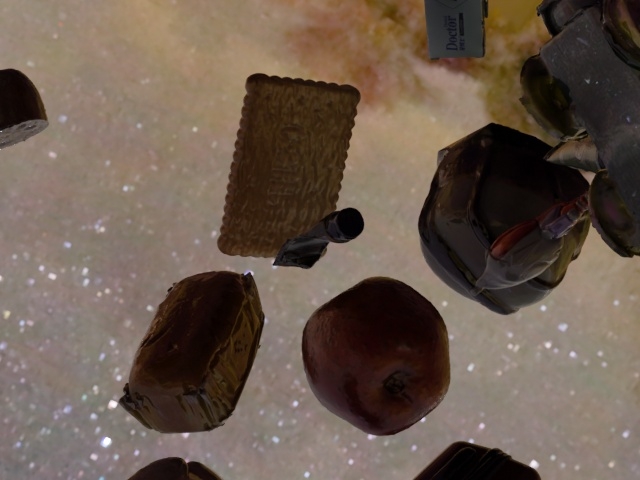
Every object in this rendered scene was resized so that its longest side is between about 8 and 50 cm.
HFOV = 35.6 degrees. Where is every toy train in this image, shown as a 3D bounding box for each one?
[{"bbox_3d":[0.281,-0.102,0.801,0.177,0.134,0.261,-17,-105,-34],"label":"toy train"}]

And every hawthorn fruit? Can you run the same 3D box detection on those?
[{"bbox_3d":[0.068,0.135,1.139,0.189,0.189,0.189,27,-161,-10],"label":"hawthorn fruit"}]

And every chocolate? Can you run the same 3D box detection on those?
[{"bbox_3d":[0.268,-0.016,1.545,0.283,0.284,0.186,33,-126,11],"label":"chocolate"}]

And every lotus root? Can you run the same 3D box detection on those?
[{"bbox_3d":[-0.414,-0.158,1.271,0.081,0.122,0.112,64,165,8],"label":"lotus root"}]

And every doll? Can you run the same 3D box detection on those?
[{"bbox_3d":[0.288,0.006,1.359,0.075,0.227,0.102,50,-155,7],"label":"doll"}]

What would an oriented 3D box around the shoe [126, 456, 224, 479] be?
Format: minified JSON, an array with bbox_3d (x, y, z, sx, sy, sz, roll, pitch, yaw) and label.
[{"bbox_3d":[-0.073,0.373,0.990,0.351,0.172,0.198,39,-175,-39],"label":"shoe"}]

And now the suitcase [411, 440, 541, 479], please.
[{"bbox_3d":[0.179,0.437,1.361,0.161,0.236,0.297,15,-149,36],"label":"suitcase"}]

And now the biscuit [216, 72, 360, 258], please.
[{"bbox_3d":[-0.044,-0.092,1.311,0.160,0.250,0.030,3,-158,-21],"label":"biscuit"}]

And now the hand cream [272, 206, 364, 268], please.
[{"bbox_3d":[0.000,0.000,1.130,0.062,0.163,0.039,-8,-102,-27],"label":"hand cream"}]

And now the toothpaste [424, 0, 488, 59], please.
[{"bbox_3d":[0.177,-0.373,1.320,0.089,0.313,0.071,0,-124,10],"label":"toothpaste"}]

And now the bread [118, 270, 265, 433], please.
[{"bbox_3d":[-0.164,0.140,1.320,0.136,0.107,0.241,-8,-147,20],"label":"bread"}]

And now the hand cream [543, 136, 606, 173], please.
[{"bbox_3d":[0.304,-0.107,1.103,0.055,0.086,0.235,42,-171,-10],"label":"hand cream"}]
